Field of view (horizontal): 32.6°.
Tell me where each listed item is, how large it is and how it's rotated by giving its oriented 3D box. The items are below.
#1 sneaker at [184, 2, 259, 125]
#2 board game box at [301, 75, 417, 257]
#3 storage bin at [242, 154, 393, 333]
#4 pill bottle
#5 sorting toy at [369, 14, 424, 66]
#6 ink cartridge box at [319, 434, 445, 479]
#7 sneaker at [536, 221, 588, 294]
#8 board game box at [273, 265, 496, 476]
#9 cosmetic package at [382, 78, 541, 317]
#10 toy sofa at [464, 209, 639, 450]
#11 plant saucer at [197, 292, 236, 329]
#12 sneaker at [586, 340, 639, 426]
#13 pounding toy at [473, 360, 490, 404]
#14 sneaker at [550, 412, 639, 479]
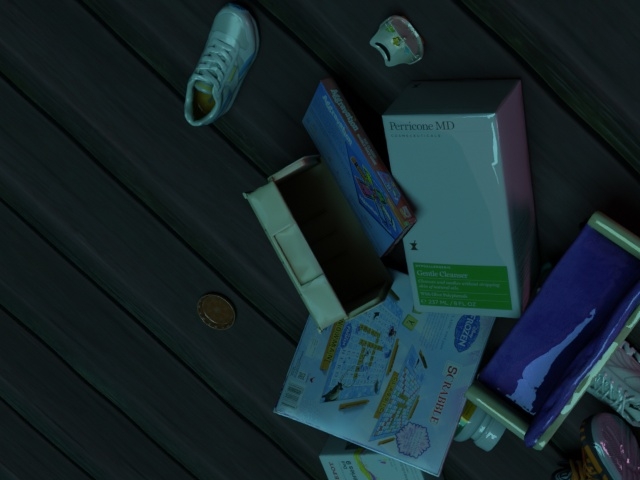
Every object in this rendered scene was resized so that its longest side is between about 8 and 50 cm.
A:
[{"bbox_3d":[-0.171,-0.296,1.872,0.087,0.092,0.229,26,125,9],"label":"sneaker"},{"bbox_3d":[0.060,-0.119,1.810,0.281,0.027,0.145,61,158,13],"label":"board game box"},{"bbox_3d":[0.000,0.000,1.822,0.123,0.260,0.262,-28,91,8],"label":"storage bin"},{"bbox_3d":[0.244,0.300,2.037,0.208,0.117,0.118,32,126,2],"label":"pill bottle"},{"bbox_3d":[0.119,-0.318,1.769,0.075,0.045,0.083,-28,106,41],"label":"sorting toy"},{"bbox_3d":[0.125,0.461,2.201,0.212,0.093,0.154,-6,117,28],"label":"ink cartridge box"},{"bbox_3d":[0.405,0.105,1.842,0.121,0.108,0.302,39,106,18],"label":"sneaker"},{"bbox_3d":[0.119,0.215,1.959,0.317,0.066,0.319,20,86,12],"label":"board game box"},{"bbox_3d":[0.238,-0.070,1.795,0.196,0.155,0.366,1,120,27],"label":"cosmetic package"},{"bbox_3d":[0.385,0.140,1.701,0.150,0.177,0.363,37,104,14],"label":"toy sofa"},{"bbox_3d":[-0.208,0.142,2.199,0.083,0.013,0.084,10,122,17],"label":"plant saucer"},{"bbox_3d":[0.521,0.248,1.889,0.292,0.118,0.110,24,127,10],"label":"sneaker"},{"bbox_3d":[0.364,0.271,1.973,0.130,0.141,0.100,24,127,26],"label":"pounding toy"},{"bbox_3d":[0.484,0.416,1.953,0.180,0.125,0.321,-11,138,31],"label":"sneaker"}]
